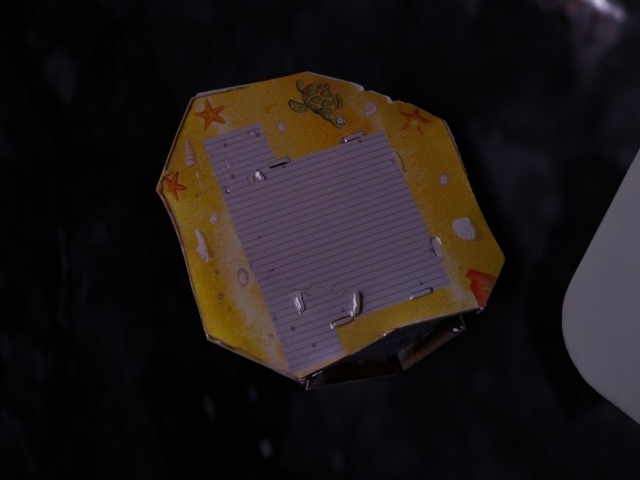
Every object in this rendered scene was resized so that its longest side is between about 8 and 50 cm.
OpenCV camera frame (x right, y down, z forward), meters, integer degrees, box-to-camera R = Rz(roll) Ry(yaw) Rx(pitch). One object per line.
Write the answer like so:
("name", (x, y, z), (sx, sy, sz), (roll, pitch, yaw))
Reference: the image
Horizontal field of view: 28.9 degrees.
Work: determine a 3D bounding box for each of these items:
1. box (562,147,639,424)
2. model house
("box", (0.324, 0.004, 0.541), (0.373, 0.090, 0.367), (39, 122, 29))
("model house", (0.000, 0.000, 0.886), (0.136, 0.207, 0.219), (91, 156, -68))
